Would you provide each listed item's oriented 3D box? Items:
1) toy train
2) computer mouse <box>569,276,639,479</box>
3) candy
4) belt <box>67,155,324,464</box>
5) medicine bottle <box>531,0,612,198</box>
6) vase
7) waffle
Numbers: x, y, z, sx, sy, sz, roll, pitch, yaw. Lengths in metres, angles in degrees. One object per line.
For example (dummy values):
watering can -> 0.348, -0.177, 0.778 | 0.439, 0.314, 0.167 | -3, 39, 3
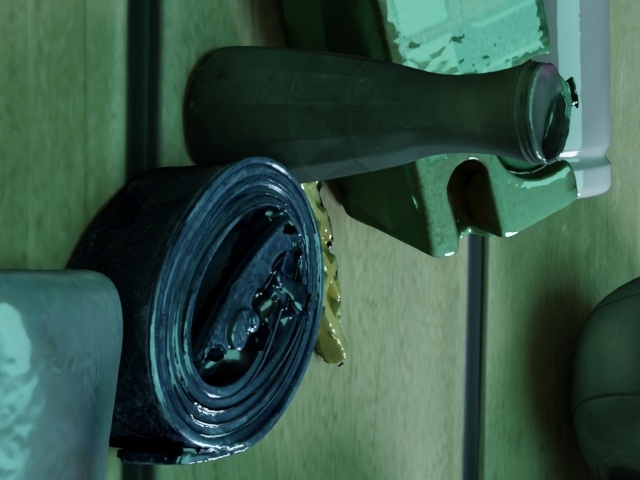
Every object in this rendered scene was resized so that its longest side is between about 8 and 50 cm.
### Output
toy train -> 0.064, -0.147, 1.106 | 0.159, 0.129, 0.326 | -28, 120, -25
computer mouse -> 0.297, 0.142, 1.566 | 0.371, 0.122, 0.188 | 47, 53, -60
candy -> -0.143, 0.100, 0.823 | 0.138, 0.071, 0.174 | 3, 96, -70
belt -> -0.066, 0.038, 0.956 | 0.190, 0.082, 0.141 | -57, 132, -44
medicine bottle -> 0.147, -0.157, 1.275 | 0.133, 0.133, 0.250 | -17, 106, -59
vase -> 0.033, -0.072, 0.993 | 0.086, 0.214, 0.086 | -4, 94, -60
waffle -> 0.000, 0.000, 1.131 | 0.097, 0.023, 0.153 | -63, 140, -36
